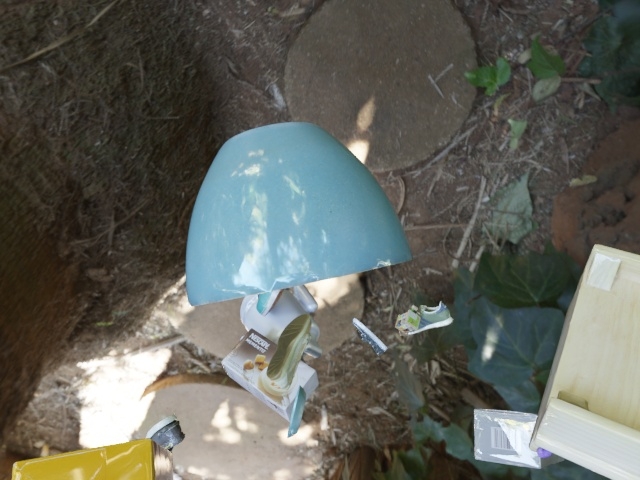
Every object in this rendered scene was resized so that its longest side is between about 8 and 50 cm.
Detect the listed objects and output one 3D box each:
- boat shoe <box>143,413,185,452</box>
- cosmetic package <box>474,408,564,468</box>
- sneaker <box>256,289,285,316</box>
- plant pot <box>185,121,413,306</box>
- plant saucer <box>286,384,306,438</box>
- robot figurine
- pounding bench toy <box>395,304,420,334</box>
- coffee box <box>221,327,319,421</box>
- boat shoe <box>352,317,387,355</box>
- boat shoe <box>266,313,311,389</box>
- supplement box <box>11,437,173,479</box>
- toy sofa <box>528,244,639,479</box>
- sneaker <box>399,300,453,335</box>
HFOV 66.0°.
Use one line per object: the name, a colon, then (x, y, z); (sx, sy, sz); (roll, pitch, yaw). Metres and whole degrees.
boat shoe: (-0.396, 0.501, 1.202); (0.068, 0.081, 0.227); (52, 131, 14)
cosmetic package: (0.414, 0.404, 1.017); (0.127, 0.107, 0.238); (-7, 162, 32)
sneaker: (-0.149, 0.084, 1.525); (0.121, 0.108, 0.302); (25, 100, 7)
plant pot: (-0.042, -0.039, 0.646); (0.290, 0.290, 0.195); (-12, 87, 13)
plant saucer: (-0.053, 0.393, 1.127); (0.021, 0.119, 0.119); (15, 124, 0)
robot figurine: (-0.141, 0.278, 1.658); (0.300, 0.353, 0.200); (-42, 142, 0)
pounding bench toy: (0.296, 0.264, 1.662); (0.052, 0.083, 0.065); (35, 141, -15)
coffee box: (-0.146, 0.386, 1.434); (0.247, 0.141, 0.098); (28, 149, 26)
boat shoe: (0.148, 0.302, 1.541); (0.142, 0.049, 0.040); (44, 88, -1)
boat shoe: (-0.052, 0.210, 0.947); (0.056, 0.153, 0.048); (-16, 124, 36)
supplement box: (-0.230, 0.332, 0.532); (0.129, 0.191, 0.194); (-6, 154, -13)
toy sofa: (0.467, 0.195, 0.795); (0.150, 0.362, 0.177); (18, 139, 26)
sneaker: (0.354, 0.264, 1.705); (0.192, 0.064, 0.086); (-20, 97, 23)
